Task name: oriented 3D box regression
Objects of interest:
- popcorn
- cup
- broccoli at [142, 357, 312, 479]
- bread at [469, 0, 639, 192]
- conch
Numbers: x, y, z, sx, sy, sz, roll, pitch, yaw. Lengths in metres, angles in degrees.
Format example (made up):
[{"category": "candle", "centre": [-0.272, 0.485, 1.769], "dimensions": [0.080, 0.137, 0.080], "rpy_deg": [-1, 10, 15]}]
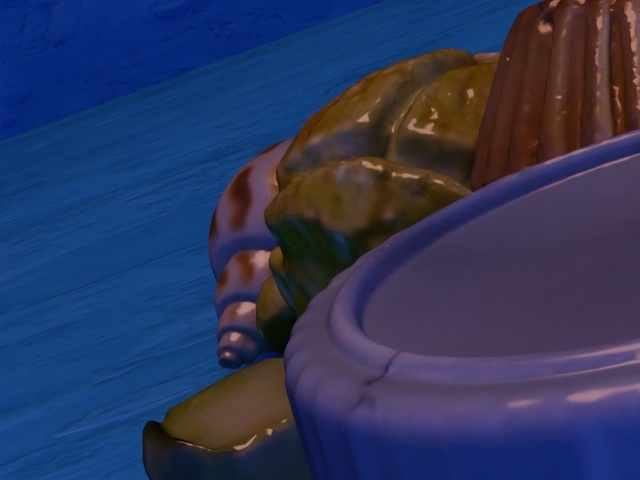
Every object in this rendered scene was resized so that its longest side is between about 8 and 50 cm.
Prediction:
[{"category": "popcorn", "centre": [0.084, 0.012, 1.317], "dimensions": [0.276, 0.276, 0.225], "rpy_deg": [-13, 31, 24]}, {"category": "cup", "centre": [0.179, 0.121, 0.587], "dimensions": [0.331, 0.311, 0.257], "rpy_deg": [-19, 15, 1]}, {"category": "broccoli", "centre": [-0.008, 0.172, 0.782], "dimensions": [0.247, 0.243, 0.263], "rpy_deg": [-8, 21, 29]}, {"category": "bread", "centre": [0.206, -0.076, 1.078], "dimensions": [0.274, 0.149, 0.274], "rpy_deg": [-15, 1, 0]}, {"category": "conch", "centre": [0.000, 0.000, 1.596], "dimensions": [0.275, 0.182, 0.149], "rpy_deg": [-32, 49, -22]}]
